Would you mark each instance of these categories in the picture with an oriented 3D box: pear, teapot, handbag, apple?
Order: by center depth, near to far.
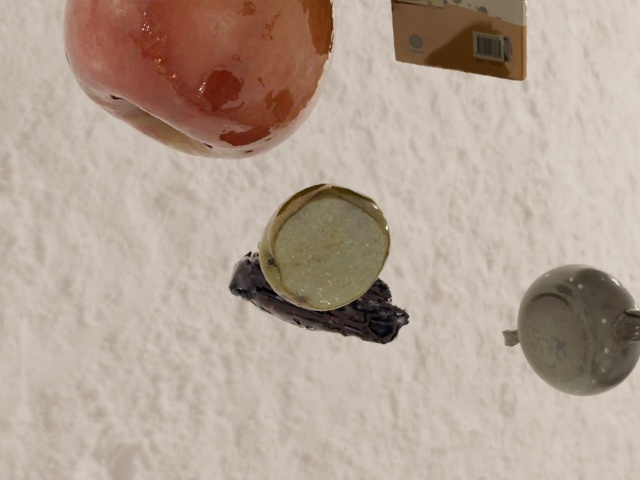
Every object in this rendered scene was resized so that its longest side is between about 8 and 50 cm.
[{"bbox_3d":[0.000,0.000,1.009,0.141,0.104,0.141,-6,111,-16],"label":"pear"},{"bbox_3d":[-0.149,-0.288,1.266,0.364,0.364,0.363,15,70,-49],"label":"apple"},{"bbox_3d":[-0.002,0.078,1.378,0.260,0.162,0.113,20,90,-11],"label":"handbag"},{"bbox_3d":[0.384,0.129,1.397,0.130,0.294,0.193,-7,86,-32],"label":"teapot"}]

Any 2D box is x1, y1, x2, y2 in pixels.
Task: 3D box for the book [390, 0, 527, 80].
[{"bbox_3d":[0.185,-0.365,1.313,0.020,0.208,0.295,-48,143,-38],"label":"book"}]
